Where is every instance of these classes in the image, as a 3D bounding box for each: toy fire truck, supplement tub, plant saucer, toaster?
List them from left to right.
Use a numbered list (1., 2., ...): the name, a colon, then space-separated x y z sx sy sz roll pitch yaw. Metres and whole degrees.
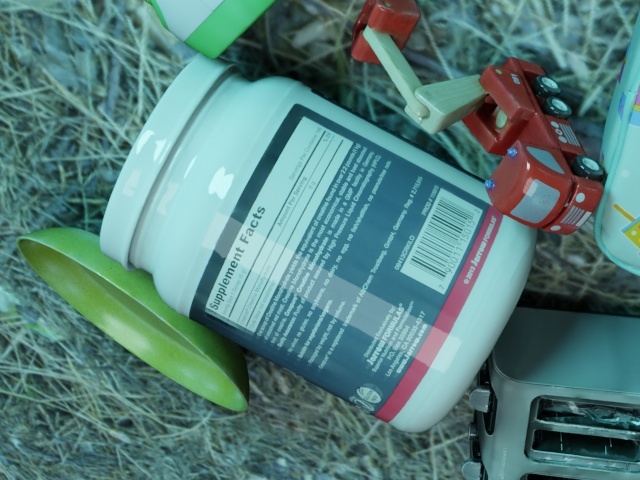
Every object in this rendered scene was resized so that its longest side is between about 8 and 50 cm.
1. plant saucer: -0.151 0.061 0.895 0.241 0.037 0.241 32 161 13
2. supplement tub: 0.000 0.000 0.764 0.272 0.191 0.191 28 127 1
3. toy fire truck: 0.099 -0.091 0.702 0.135 0.192 0.047 12 131 -22
4. toaster: 0.207 0.147 0.823 0.185 0.110 0.168 5 123 7

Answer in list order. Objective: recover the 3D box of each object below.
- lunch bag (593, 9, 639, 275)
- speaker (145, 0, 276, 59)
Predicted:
1. lunch bag: 0.301 -0.085 0.651 0.224 0.108 0.279 13 125 10
2. speaker: -0.136 -0.263 0.682 0.296 0.131 0.131 46 125 -11
